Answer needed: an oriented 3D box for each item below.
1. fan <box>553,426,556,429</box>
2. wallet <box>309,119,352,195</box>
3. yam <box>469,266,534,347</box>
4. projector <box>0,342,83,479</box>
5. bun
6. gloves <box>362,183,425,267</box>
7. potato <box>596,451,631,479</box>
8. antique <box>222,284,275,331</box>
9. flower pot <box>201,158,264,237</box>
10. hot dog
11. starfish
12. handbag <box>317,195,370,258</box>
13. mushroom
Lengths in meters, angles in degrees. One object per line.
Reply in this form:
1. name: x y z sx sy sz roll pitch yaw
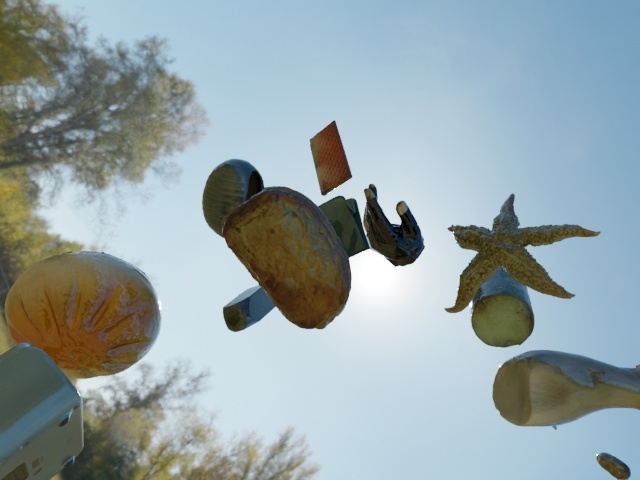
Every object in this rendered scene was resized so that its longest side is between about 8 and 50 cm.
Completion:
1. fan: 0.640 0.490 1.461 0.004 0.083 0.056 -17 -121 29
2. wallet: 0.024 -0.224 1.442 0.103 0.020 0.197 -31 -125 29
3. yam: 0.476 0.158 1.427 0.161 0.268 0.161 5 -67 12
4. projector: -0.388 0.253 0.616 0.108 0.198 0.250 44 -40 9
5. bun: -0.470 0.170 1.052 0.165 0.298 0.299 -101 -171 -57
6. gloves: 0.223 -0.048 1.715 0.197 0.152 0.301 -17 -71 41
7. potato: 0.690 0.530 1.257 0.040 0.051 0.083 -65 -154 6
8. antique: -0.206 0.196 1.551 0.080 0.221 0.081 -20 -84 15
9. flower pot: -0.264 -0.125 1.608 0.157 0.189 0.243 20 -76 21
10. hot dog: -0.050 0.030 0.937 0.259 0.175 0.114 55 14 -12
11. starfish: 0.428 0.004 1.207 0.357 0.347 0.078 -25 -54 31
12. handbag: 0.000 0.000 1.248 0.221 0.057 0.144 -26 -106 28
13. mushroom: 0.371 0.214 0.779 0.093 0.224 0.116 83 3 -47
